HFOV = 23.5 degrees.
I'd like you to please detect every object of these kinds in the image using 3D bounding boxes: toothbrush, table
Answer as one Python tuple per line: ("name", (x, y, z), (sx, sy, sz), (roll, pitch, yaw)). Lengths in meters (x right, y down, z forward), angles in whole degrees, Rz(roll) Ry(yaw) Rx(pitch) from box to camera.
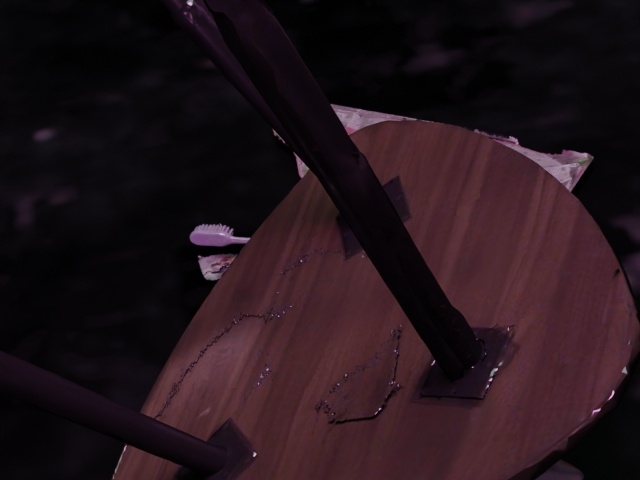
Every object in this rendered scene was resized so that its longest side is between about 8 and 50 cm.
("toothbrush", (0.000, 0.000, 0.957), (0.167, 0.011, 0.014), (3, 35, 12))
("table", (-0.044, -0.017, 0.694), (0.317, 0.249, 0.317), (-29, 35, 23))

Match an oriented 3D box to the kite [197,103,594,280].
("kite", (0.052, -0.017, 0.989), (0.268, 0.013, 0.323), (-17, 40, -11))

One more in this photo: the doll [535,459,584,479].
("doll", (0.077, 0.057, 0.814), (0.110, 0.107, 0.180), (12, 47, -10))
